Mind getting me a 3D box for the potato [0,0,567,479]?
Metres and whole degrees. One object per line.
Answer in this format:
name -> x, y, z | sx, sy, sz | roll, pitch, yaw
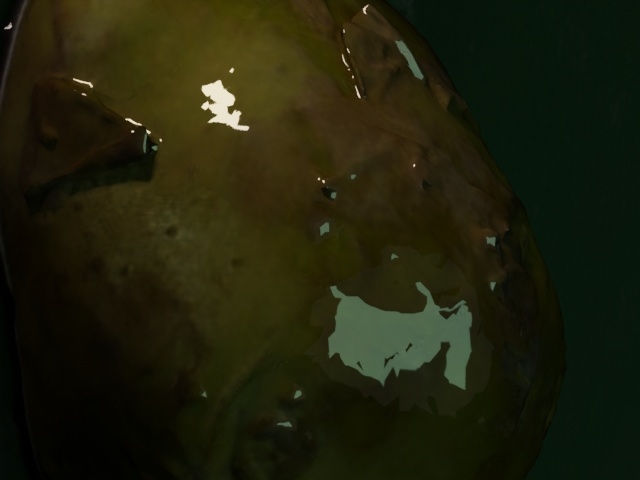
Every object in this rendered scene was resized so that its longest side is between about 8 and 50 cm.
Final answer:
potato -> 0.000, 0.000, 0.827 | 0.246, 0.196, 0.300 | -14, 99, -52
